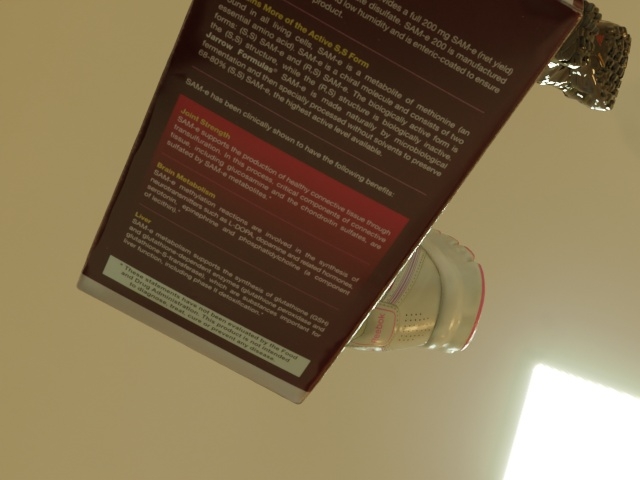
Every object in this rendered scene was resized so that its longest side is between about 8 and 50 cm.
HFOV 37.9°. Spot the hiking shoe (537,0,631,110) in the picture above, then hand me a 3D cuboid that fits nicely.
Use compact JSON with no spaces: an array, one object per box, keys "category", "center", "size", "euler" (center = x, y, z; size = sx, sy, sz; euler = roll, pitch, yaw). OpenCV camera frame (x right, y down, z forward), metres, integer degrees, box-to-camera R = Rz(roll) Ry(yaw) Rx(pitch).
[{"category":"hiking shoe","center":[0.242,-0.197,0.957],"size":[0.114,0.227,0.086],"euler":[18,-91,33]}]

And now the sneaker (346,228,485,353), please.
[{"category":"sneaker","center":[0.000,0.000,0.695],"size":[0.252,0.111,0.103],"euler":[33,-63,44]}]

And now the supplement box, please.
[{"category":"supplement box","center":[-0.007,-0.047,0.412],"size":[0.130,0.073,0.239],"euler":[29,-53,-5]}]
